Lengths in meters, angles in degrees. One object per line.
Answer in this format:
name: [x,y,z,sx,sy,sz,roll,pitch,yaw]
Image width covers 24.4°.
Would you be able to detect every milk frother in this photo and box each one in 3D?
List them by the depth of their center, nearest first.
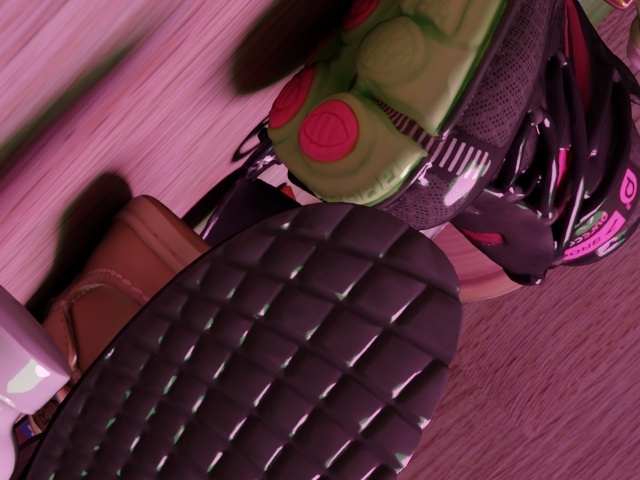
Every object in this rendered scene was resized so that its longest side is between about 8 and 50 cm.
milk frother: [0.000,0.000,0.932,0.129,0.135,0.143,-58,180,-12]

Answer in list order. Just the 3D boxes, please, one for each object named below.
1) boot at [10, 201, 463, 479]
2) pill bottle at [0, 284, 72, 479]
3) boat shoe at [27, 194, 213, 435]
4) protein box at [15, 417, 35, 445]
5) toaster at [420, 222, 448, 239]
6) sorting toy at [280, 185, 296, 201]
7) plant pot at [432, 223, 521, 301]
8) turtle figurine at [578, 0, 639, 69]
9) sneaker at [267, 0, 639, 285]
boot: [-0.094,0.110,0.622,0.338,0.118,0.223,-49,-166,-2]
pill bottle: [-0.161,0.077,0.506,0.152,0.086,0.086,-44,176,-1]
boat shoe: [-0.101,0.073,0.802,0.110,0.121,0.341,-44,177,-18]
protein box: [-0.164,0.229,1.150,0.136,0.201,0.200,-42,175,-29]
toaster: [0.106,-0.083,1.336,0.168,0.110,0.185,-44,176,-1]
sorting toy: [-0.094,0.114,1.244,0.365,0.126,0.127,-48,174,35]
plant pot: [0.143,-0.066,1.486,0.237,0.237,0.110,-45,140,1]
turtle figurine: [0.298,-0.229,1.102,0.275,0.198,0.266,-42,168,2]
sneaker: [0.117,-0.077,0.863,0.185,0.202,0.483,-47,176,17]
